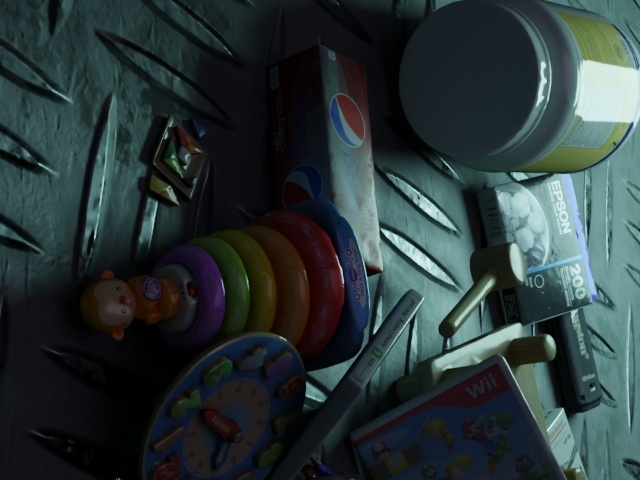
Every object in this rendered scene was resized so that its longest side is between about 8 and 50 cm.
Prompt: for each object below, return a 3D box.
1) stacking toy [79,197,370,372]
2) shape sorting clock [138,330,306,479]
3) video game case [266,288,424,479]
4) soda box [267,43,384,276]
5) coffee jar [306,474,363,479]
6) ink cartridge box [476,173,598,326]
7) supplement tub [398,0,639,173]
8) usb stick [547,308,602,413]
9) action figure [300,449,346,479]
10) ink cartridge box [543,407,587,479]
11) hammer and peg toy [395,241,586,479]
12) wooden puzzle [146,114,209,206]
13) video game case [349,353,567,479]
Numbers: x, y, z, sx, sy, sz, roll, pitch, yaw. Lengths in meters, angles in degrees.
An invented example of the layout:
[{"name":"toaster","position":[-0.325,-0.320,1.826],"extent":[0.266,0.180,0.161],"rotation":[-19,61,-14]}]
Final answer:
[{"name":"stacking toy","position":[-0.110,0.053,1.477],"extent":[0.302,0.166,0.175],"rotation":[-2,77,-44]},{"name":"shape sorting clock","position":[-0.090,0.182,1.442],"extent":[0.206,0.040,0.206],"rotation":[-24,131,-31]},{"name":"video game case","position":[0.019,0.167,1.566],"extent":[0.023,0.212,0.193],"rotation":[37,35,3]},{"name":"soda box","position":[0.004,-0.083,1.702],"extent":[0.092,0.083,0.263],"rotation":[20,59,-48]},{"name":"coffee jar","position":[0.018,0.349,1.593],"extent":[0.079,0.096,0.184],"rotation":[-18,94,-54]},{"name":"ink cartridge box","position":[0.330,0.007,2.163],"extent":[0.208,0.045,0.206],"rotation":[-14,92,-40]},{"name":"supplement tub","position":[0.277,-0.210,2.026],"extent":[0.331,0.241,0.241],"rotation":[-3,82,-56]},{"name":"usb stick","position":[0.369,0.119,2.234],"extent":[0.077,0.045,0.278],"rotation":[-14,92,-55]},{"name":"action figure","position":[0.017,0.279,1.679],"extent":[0.115,0.030,0.038],"rotation":[53,36,-36]},{"name":"ink cartridge box","position":[0.312,0.306,2.074],"extent":[0.104,0.060,0.180],"rotation":[-38,111,-53]},{"name":"hammer and peg toy","position":[0.202,0.199,1.890],"extent":[0.266,0.127,0.361],"rotation":[-17,94,-55]},{"name":"wooden puzzle","position":[-0.146,-0.086,1.564],"extent":[0.078,0.014,0.116],"rotation":[42,47,-42]},{"name":"video game case","position":[0.188,0.304,1.756],"extent":[0.285,0.204,0.025],"rotation":[62,-1,-8]}]
